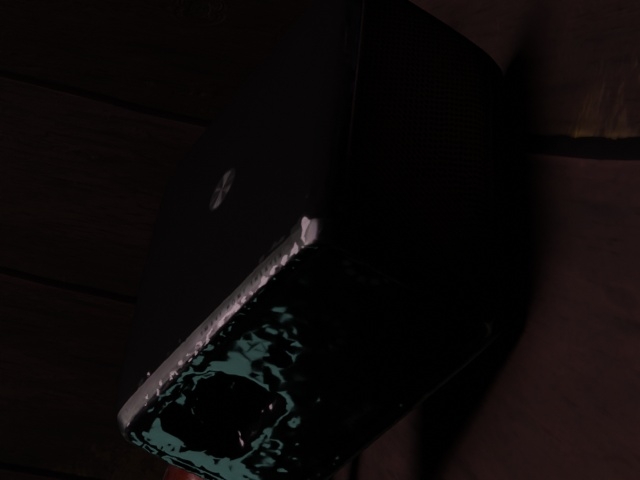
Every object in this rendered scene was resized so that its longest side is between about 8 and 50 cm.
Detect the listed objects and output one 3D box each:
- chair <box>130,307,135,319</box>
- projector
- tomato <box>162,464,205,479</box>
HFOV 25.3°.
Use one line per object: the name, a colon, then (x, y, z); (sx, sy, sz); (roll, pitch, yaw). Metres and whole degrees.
chair: (-0.059, 0.041, 1.791); (0.175, 0.326, 0.183); (142, 140, -76)
projector: (0.000, 0.000, 1.448); (0.395, 0.242, 0.405); (-47, 25, 38)
tomato: (-0.121, 0.381, 2.050); (0.270, 0.227, 0.270); (-165, 90, -83)
